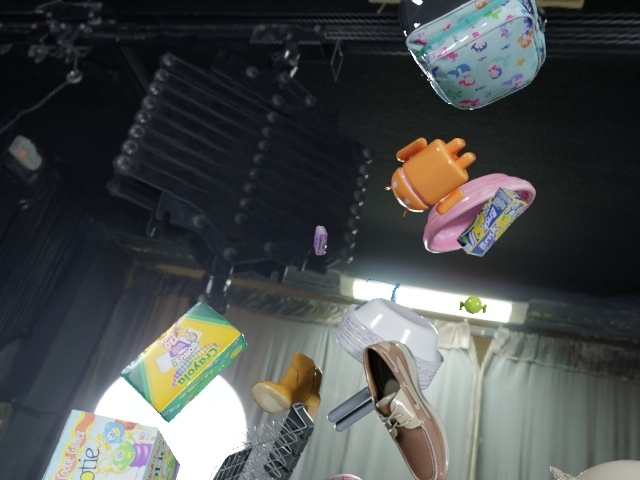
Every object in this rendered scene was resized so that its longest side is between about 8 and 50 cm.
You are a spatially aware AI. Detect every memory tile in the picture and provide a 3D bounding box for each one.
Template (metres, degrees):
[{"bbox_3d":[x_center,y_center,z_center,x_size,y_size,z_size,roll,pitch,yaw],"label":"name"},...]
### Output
[{"bbox_3d":[0.660,0.636,1.409,0.113,0.012,0.148,24,2,8],"label":"memory tile"}]

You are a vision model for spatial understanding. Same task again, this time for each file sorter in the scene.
[{"bbox_3d":[0.184,0.219,1.766,0.104,0.170,0.118,13,9,15],"label":"file sorter"}]

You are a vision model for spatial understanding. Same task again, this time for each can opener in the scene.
[{"bbox_3d":[0.144,0.479,1.642,0.074,0.280,0.093,54,13,2],"label":"can opener"}]

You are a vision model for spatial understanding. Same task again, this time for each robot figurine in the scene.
[{"bbox_3d":[0.562,0.239,2.016,0.101,0.067,0.115,8,-6,12],"label":"robot figurine"},{"bbox_3d":[0.265,-0.153,1.317,0.219,0.128,0.158,-37,-57,23],"label":"robot figurine"}]

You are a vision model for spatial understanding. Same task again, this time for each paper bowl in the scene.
[{"bbox_3d":[0.193,0.255,1.447,0.284,0.148,0.284,28,8,-4],"label":"paper bowl"}]

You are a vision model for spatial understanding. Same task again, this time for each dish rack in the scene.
[{"bbox_3d":[-0.141,0.474,1.174,0.271,0.208,0.074,-1,30,-47],"label":"dish rack"}]

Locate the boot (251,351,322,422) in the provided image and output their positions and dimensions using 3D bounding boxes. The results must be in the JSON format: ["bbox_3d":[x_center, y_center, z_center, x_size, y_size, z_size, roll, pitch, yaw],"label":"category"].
[{"bbox_3d":[-0.096,0.432,1.682,0.104,0.211,0.295,-19,-48,28],"label":"boot"}]

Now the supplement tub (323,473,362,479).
[{"bbox_3d":[0.066,0.799,1.526,0.191,0.191,0.272,15,3,0],"label":"supplement tub"}]

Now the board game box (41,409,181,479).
[{"bbox_3d":[-0.339,0.405,0.921,0.142,0.144,0.275,11,-34,2],"label":"board game box"}]

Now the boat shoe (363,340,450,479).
[{"bbox_3d":[0.168,0.366,1.179,0.116,0.324,0.123,15,-49,-40],"label":"boat shoe"}]

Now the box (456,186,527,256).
[{"bbox_3d":[0.399,-0.041,1.284,0.059,0.054,0.169,11,-54,-38],"label":"box"}]

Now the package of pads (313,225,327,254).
[{"bbox_3d":[0.000,0.000,1.747,0.032,0.050,0.083,-1,-54,-13],"label":"package of pads"}]

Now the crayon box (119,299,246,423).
[{"bbox_3d":[-0.350,0.309,1.421,0.165,0.278,0.081,33,-28,27],"label":"crayon box"}]

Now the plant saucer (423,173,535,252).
[{"bbox_3d":[0.435,-0.083,1.549,0.332,0.084,0.332,-21,-22,-9],"label":"plant saucer"}]

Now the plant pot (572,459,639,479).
[{"bbox_3d":[0.593,0.578,0.989,0.284,0.284,0.191,11,9,9],"label":"plant pot"}]

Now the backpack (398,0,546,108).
[{"bbox_3d":[0.284,-0.353,0.984,0.225,0.191,0.253,-23,-27,22],"label":"backpack"}]
